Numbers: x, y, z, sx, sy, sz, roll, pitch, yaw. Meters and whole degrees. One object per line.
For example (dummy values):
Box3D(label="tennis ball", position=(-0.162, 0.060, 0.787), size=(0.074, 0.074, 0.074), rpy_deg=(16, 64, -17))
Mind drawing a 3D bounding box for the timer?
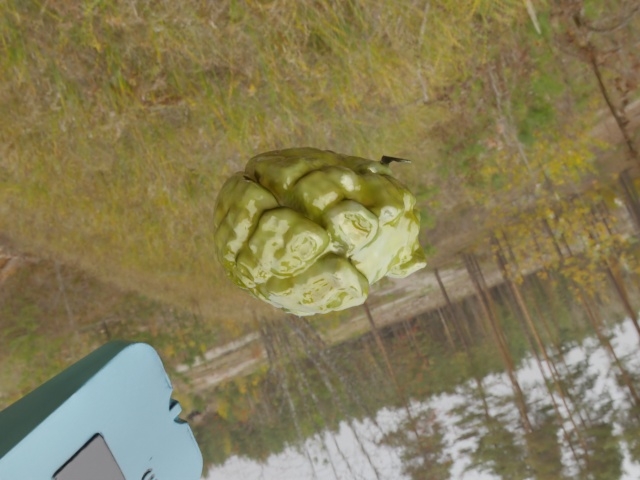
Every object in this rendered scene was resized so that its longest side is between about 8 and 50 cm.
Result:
Box3D(label="timer", position=(-0.255, 0.252, 0.714), size=(0.091, 0.232, 0.250), rpy_deg=(9, -145, 37))

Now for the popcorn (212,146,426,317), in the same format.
Box3D(label="popcorn", position=(0.002, -0.012, 0.526), size=(0.173, 0.143, 0.173), rpy_deg=(3, 171, 1))
